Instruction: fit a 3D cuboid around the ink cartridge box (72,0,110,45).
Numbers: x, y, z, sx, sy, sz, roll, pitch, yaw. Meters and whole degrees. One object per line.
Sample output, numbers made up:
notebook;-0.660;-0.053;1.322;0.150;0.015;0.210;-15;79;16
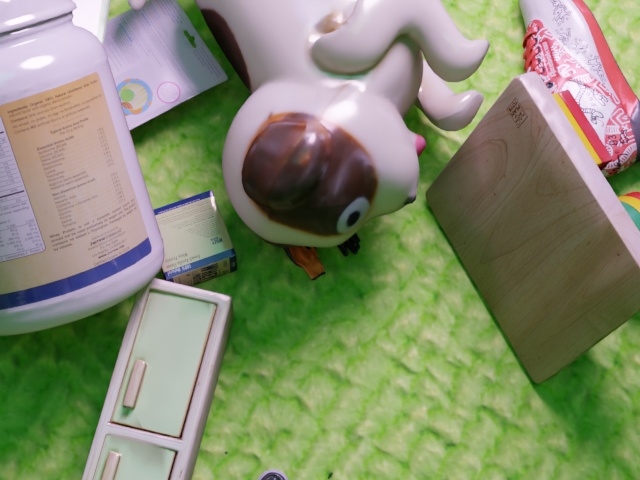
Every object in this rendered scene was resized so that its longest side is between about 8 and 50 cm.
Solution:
ink cartridge box;-0.353;-0.280;1.359;0.235;0.056;0.171;11;67;-17

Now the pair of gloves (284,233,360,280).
pair of gloves;0.000;0.000;1.392;0.083;0.010;0.074;-31;72;-14

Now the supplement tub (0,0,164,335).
supplement tub;-0.304;-0.086;1.234;0.228;0.228;0.316;-17;105;-8

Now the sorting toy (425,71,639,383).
sorting toy;0.252;-0.015;1.289;0.089;0.257;0.255;-21;72;-27

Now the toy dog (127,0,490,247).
toy dog;-0.007;-0.195;1.311;0.396;0.284;0.407;-1;74;-10

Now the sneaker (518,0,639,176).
sneaker;0.266;-0.187;1.425;0.145;0.090;0.270;-25;76;-13

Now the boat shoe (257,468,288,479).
boat shoe;-0.059;0.308;1.268;0.049;0.040;0.142;12;71;2

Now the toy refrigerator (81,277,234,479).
toy refrigerator;-0.173;0.182;1.279;0.102;0.094;0.269;14;72;2

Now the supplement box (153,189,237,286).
supplement box;-0.145;0.002;1.361;0.083;0.056;0.083;-20;73;-9

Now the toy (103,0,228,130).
toy;-0.244;-0.179;1.420;0.237;0.056;0.137;-29;76;-18
